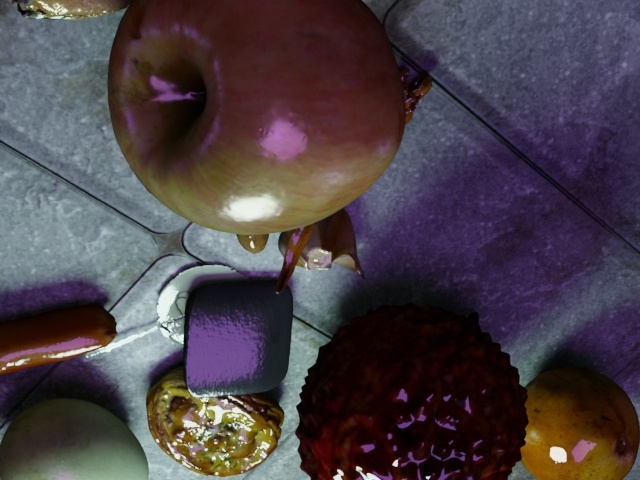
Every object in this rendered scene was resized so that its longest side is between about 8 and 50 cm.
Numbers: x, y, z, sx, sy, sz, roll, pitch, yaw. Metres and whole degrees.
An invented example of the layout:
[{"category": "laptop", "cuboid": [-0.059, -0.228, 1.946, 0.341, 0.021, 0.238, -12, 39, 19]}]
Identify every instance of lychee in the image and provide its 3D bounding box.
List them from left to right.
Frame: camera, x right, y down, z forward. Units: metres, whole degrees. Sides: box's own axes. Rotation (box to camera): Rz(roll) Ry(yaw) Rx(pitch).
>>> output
[{"category": "lychee", "cuboid": [0.176, 0.306, 1.939, 0.500, 0.425, 0.424, -52, 133, -27]}]

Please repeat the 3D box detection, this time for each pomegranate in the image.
[{"category": "pomegranate", "cuboid": [0.514, 0.380, 2.175, 0.264, 0.264, 0.264, -8, 126, -11]}]

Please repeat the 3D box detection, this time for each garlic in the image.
[{"category": "garlic", "cuboid": [0.006, -0.007, 1.833, 0.207, 0.128, 0.115, 13, 96, -64]}]

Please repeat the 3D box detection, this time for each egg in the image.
[{"category": "egg", "cuboid": [-0.436, 0.403, 1.935, 0.218, 0.218, 0.295, -45, 131, 17]}]

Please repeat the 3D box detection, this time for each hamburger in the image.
[{"category": "hamburger", "cuboid": [-0.318, -0.380, 1.487, 0.208, 0.135, 0.155, -5, 143, -30]}]

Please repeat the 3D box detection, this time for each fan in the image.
[{"category": "fan", "cuboid": [-0.269, 0.145, 1.927, 0.329, 0.009, 0.190, -23, 129, -2]}]

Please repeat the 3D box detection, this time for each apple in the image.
[{"category": "apple", "cuboid": [-0.077, -0.197, 1.463, 0.346, 0.391, 0.391, -13, 134, -45]}]

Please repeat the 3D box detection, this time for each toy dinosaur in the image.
[{"category": "toy dinosaur", "cuboid": [-0.005, -0.146, 1.712, 0.208, 0.097, 0.432, 43, 83, -20]}]

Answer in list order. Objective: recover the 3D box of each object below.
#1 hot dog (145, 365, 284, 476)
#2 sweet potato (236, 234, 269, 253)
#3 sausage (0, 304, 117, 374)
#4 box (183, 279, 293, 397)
[{"category": "hot dog", "cuboid": [-0.196, 0.338, 2.019, 0.272, 0.122, 0.196, 33, 105, -34]}, {"category": "sweet potato", "cuboid": [-0.138, -0.121, 1.721, 0.106, 0.095, 0.354, -21, 128, 6]}, {"category": "sausage", "cuboid": [-0.499, 0.173, 1.835, 0.300, 0.089, 0.083, -14, 121, -6]}, {"category": "box", "cuboid": [-0.148, 0.175, 1.924, 0.201, 0.042, 0.212, -2, 100, -18]}]
